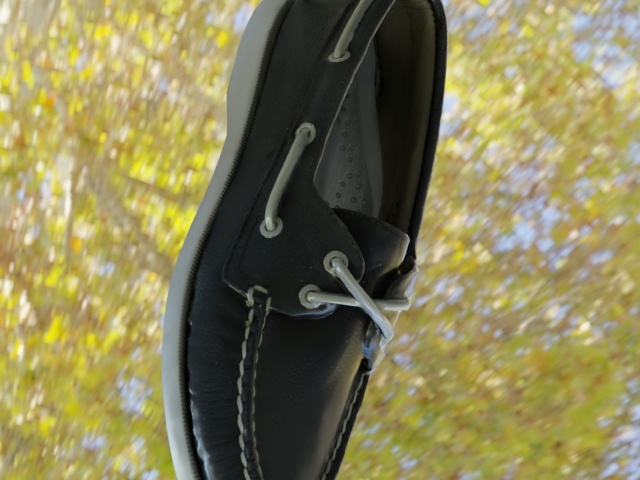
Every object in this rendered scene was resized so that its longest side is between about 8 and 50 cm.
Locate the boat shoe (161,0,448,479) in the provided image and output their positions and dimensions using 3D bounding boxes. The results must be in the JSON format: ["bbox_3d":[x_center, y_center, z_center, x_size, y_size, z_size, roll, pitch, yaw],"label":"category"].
[{"bbox_3d":[0.000,0.000,0.944,0.114,0.091,0.302,33,-125,-47],"label":"boat shoe"}]
